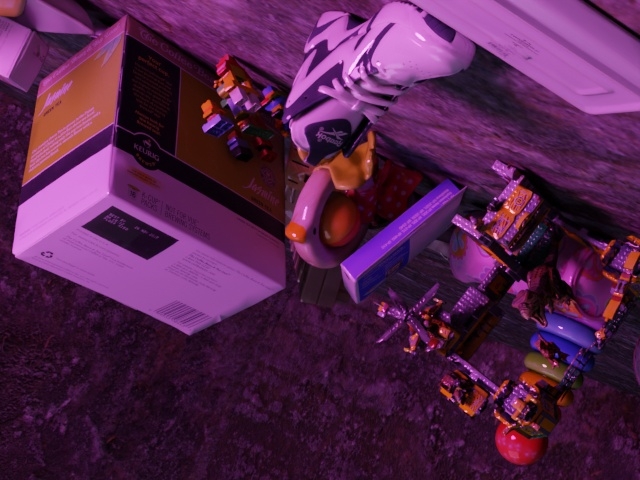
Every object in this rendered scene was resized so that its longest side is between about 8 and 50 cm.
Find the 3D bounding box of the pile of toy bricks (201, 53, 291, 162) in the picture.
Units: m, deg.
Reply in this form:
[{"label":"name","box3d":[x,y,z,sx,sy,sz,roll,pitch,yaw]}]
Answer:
[{"label":"pile of toy bricks","box3d":[-0.106,-0.193,1.510,0.212,0.118,0.105,16,-135,-58]}]

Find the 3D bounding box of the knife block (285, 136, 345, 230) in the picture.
[{"label":"knife block","box3d":[0.025,-0.110,1.763,0.088,0.242,0.276,23,129,14]}]

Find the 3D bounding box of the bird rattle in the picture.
[{"label":"bird rattle","box3d":[0.028,-0.058,1.541,0.143,0.207,0.253,25,171,25]}]

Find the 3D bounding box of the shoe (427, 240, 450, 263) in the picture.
[{"label":"shoe","box3d":[0.234,0.013,1.965,0.076,0.058,0.219,20,172,45]}]

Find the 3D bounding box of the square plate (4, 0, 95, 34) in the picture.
[{"label":"square plate","box3d":[-0.530,-0.411,1.561,0.347,0.049,0.344,30,174,-36]}]

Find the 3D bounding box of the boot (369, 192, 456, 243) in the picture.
[{"label":"boot","box3d":[0.160,-0.031,1.855,0.137,0.077,0.198,23,177,-25]}]

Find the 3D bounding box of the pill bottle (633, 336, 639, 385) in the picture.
[{"label":"pill bottle","box3d":[0.526,0.158,1.469,0.160,0.160,0.283,25,174,14]}]

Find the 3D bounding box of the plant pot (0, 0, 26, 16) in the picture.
[{"label":"plant pot","box3d":[-0.362,-0.306,0.927,0.239,0.254,0.254,11,179,-19]}]

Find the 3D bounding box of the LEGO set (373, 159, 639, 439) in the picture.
[{"label":"LEGO set","box3d":[0.240,0.064,1.301,0.192,0.331,0.255,35,-170,-50]}]

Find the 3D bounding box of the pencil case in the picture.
[{"label":"pencil case","box3d":[0.308,0.030,1.536,0.124,0.124,0.284,30,174,-32]}]

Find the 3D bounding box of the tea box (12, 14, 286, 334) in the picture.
[{"label":"tea box","box3d":[-0.237,-0.087,1.569,0.220,0.324,0.329,-27,138,34]}]

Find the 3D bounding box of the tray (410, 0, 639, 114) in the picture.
[{"label":"tray","box3d":[0.160,-0.164,0.832,0.270,0.030,0.145,28,175,-19]}]

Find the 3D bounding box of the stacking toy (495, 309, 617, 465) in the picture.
[{"label":"stacking toy","box3d":[0.398,0.230,1.826,0.141,0.330,0.141,26,174,3]}]

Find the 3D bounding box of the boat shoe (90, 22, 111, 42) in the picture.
[{"label":"boat shoe","box3d":[-0.271,-0.256,1.674,0.228,0.076,0.080,30,173,-37]}]

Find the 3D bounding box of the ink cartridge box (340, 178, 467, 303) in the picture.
[{"label":"ink cartridge box","box3d":[0.119,-0.003,1.570,0.045,0.206,0.208,49,172,11]}]

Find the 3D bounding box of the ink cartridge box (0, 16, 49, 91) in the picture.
[{"label":"ink cartridge box","box3d":[-0.570,-0.337,1.741,0.218,0.092,0.158,24,178,-4]}]

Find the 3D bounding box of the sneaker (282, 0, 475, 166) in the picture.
[{"label":"sneaker","box3d":[0.040,-0.135,0.999,0.094,0.153,0.235,28,175,-37]}]

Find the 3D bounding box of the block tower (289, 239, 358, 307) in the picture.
[{"label":"block tower","box3d":[0.000,0.000,1.933,0.091,0.097,0.335,12,-154,-12]}]
